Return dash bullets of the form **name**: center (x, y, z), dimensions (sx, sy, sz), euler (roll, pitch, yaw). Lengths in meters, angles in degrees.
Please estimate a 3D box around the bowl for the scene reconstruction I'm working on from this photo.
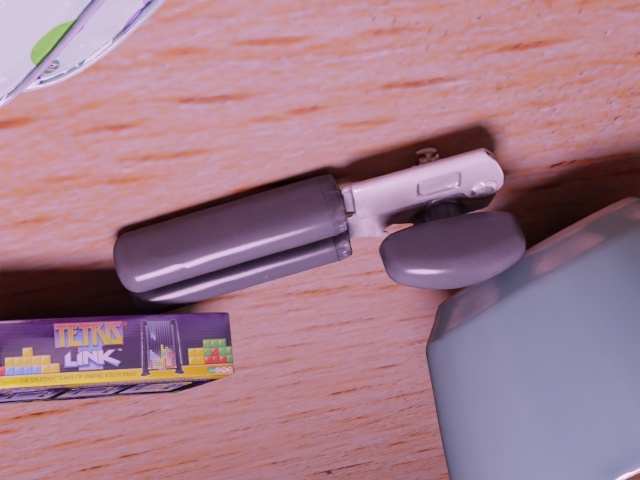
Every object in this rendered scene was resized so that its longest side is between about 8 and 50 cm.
- **bowl**: center (0.205, 0.079, 0.833), dimensions (0.311, 0.163, 0.311), euler (-29, 171, -5)

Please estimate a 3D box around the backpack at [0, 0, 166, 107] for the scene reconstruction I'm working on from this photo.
- **backpack**: center (-0.146, -0.151, 0.359), dimensions (0.225, 0.191, 0.253), euler (-39, 147, 28)

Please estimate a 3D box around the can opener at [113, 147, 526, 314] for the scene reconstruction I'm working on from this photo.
- **can opener**: center (0.000, 0.000, 0.743), dimensions (0.280, 0.093, 0.074), euler (-12, 148, -1)

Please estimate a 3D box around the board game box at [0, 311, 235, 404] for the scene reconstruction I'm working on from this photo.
- **board game box**: center (-0.166, 0.086, 0.776), dimensions (0.170, 0.048, 0.141), euler (0, 166, -27)
